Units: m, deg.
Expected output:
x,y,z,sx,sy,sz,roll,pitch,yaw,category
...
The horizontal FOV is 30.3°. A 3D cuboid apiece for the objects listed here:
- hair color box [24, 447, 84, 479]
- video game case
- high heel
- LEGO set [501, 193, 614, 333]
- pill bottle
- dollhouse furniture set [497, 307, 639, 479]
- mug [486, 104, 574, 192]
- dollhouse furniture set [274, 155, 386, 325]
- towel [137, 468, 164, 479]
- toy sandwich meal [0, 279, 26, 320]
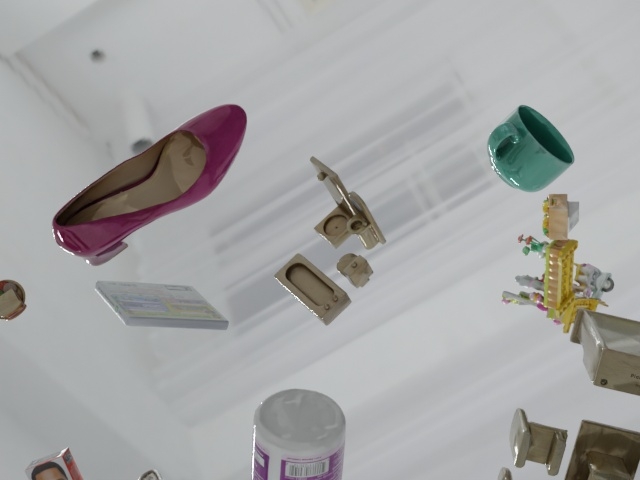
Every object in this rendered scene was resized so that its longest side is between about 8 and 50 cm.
x,y,z,sx,sy,sz,roll,pitch,yaw,category
-0.417,0.417,1.930,0.043,0.072,0.141,-69,-44,-78,hair color box
-0.314,0.127,2.328,0.212,0.023,0.193,5,-163,-31,video game case
-0.269,-0.107,1.922,0.127,0.377,0.181,41,172,15,high heel
0.296,0.040,1.562,0.107,0.132,0.287,19,165,32,LEGO set
-0.044,0.435,2.179,0.169,0.169,0.302,-106,17,-56,pill bottle
0.328,0.222,1.359,0.161,0.212,0.242,-71,-6,-77,dollhouse furniture set
0.325,-0.149,1.935,0.157,0.097,0.129,34,-149,-20,mug
0.000,0.000,1.646,0.144,0.151,0.123,39,168,39,dollhouse furniture set
-0.220,0.473,1.836,0.187,0.049,0.282,65,170,-9,towel
-0.576,0.107,2.154,0.029,0.085,0.086,78,167,-68,toy sandwich meal
